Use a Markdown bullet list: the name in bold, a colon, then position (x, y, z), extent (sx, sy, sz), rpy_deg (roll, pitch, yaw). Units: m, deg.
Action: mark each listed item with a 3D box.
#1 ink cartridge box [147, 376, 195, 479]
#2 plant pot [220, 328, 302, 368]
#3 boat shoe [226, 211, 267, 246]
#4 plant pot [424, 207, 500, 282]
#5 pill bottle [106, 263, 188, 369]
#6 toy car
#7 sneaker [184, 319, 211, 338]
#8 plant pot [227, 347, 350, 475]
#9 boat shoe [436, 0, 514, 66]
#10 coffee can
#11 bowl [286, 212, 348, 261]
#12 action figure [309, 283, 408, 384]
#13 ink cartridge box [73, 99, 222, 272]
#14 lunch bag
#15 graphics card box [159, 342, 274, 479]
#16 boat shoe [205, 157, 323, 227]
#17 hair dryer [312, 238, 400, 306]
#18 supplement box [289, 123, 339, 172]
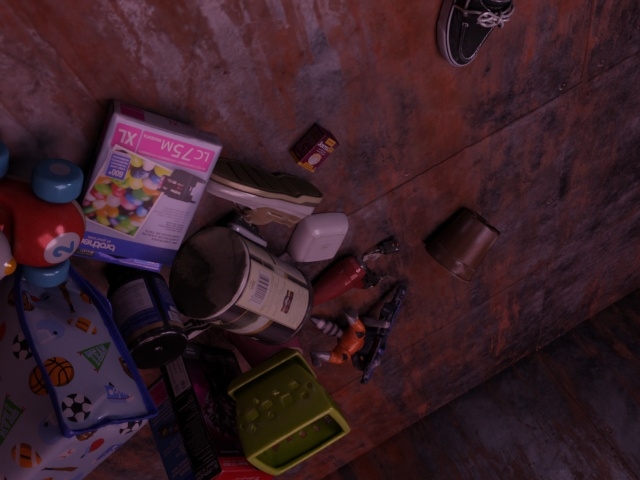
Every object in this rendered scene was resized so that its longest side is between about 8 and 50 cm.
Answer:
- **ink cartridge box**: position (-0.294, 0.563, 1.645), extent (0.151, 0.395, 0.270), rpy_deg (-42, 146, 15)
- **plant pot**: position (-0.142, 0.245, 1.554), extent (0.202, 0.180, 0.201), rpy_deg (-21, 146, -15)
- **boat shoe**: position (-0.155, -0.021, 1.322), extent (0.142, 0.049, 0.040), rpy_deg (38, 68, -60)
- **plant pot**: position (0.416, 0.005, 1.728), extent (0.167, 0.167, 0.165), rpy_deg (16, 116, -49)
- **pill bottle**: position (-0.355, 0.136, 1.203), extent (0.123, 0.219, 0.122), rpy_deg (-21, 145, -16)
- **toy car**: position (-0.479, 0.010, 0.878), extent (0.211, 0.237, 0.219), rpy_deg (17, 125, -12)
- **sneaker**: position (-0.318, 0.221, 1.518), extent (0.109, 0.040, 0.043), rpy_deg (-25, 163, -5)
- **plant pot**: position (-0.085, 0.405, 1.454), extent (0.228, 0.207, 0.227), rpy_deg (-29, 146, -3)
- **boat shoe**: position (0.302, -0.438, 1.093), extent (0.113, 0.104, 0.306), rpy_deg (-16, 143, -23)
- **coffee can**: position (-0.168, 0.108, 1.336), extent (0.202, 0.201, 0.275), rpy_deg (-39, 145, 11)
- **bowl**: position (0.000, 0.000, 1.468), extent (0.142, 0.053, 0.142), rpy_deg (-7, 140, -35)
- **action figure**: position (0.123, 0.264, 1.870), extent (0.330, 0.179, 0.341), rpy_deg (24, 91, -59)
- **ink cartridge box**: position (-0.314, -0.068, 1.042), extent (0.186, 0.065, 0.311), rpy_deg (14, 120, -29)
- **lunch bag**: position (-0.519, 0.244, 1.064), extent (0.328, 0.385, 0.239), rpy_deg (-43, 158, 15)
- **graphics card box**: position (-0.263, 0.447, 1.544), extent (0.094, 0.370, 0.233), rpy_deg (-41, 145, 16)
- **boat shoe**: position (-0.123, -0.082, 1.206), extent (0.302, 0.113, 0.103), rpy_deg (11, 122, -47)
- **hair dryer**: position (0.094, 0.118, 1.671), extent (0.294, 0.080, 0.223), rpy_deg (-17, 145, -20)
- **supplement box**: position (-0.012, -0.187, 1.221), extent (0.083, 0.043, 0.055), rpy_deg (-45, 143, 18)
